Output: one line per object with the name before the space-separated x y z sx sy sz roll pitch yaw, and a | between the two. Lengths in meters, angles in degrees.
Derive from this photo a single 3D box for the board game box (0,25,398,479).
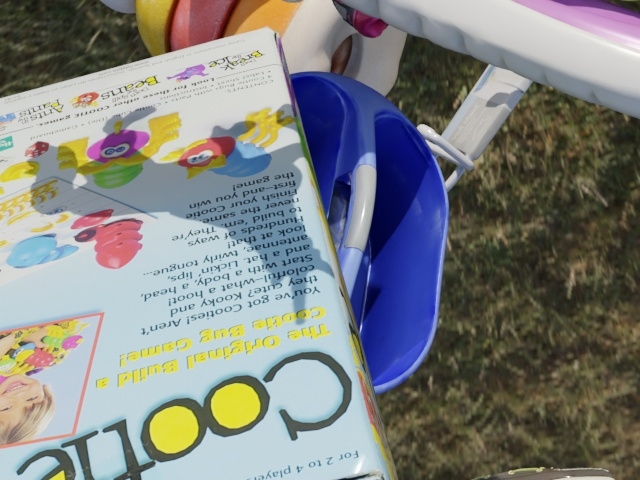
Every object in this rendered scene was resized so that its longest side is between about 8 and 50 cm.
board game box | -0.054 0.055 0.461 0.144 0.275 0.142 -15 124 1

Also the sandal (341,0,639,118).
sandal | 0.103 -0.138 0.594 0.416 0.169 0.102 26 110 21

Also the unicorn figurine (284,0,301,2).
unicorn figurine | -0.035 -0.112 0.374 0.162 0.111 0.060 -15 151 39

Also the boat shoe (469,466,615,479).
boat shoe | 0.292 0.343 1.693 0.227 0.069 0.081 -13 124 8

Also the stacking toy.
stacking toy | -0.143 -0.327 1.762 0.480 0.350 0.351 29 115 19

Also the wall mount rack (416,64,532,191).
wall mount rack | 0.186 -0.238 1.779 0.130 0.304 0.350 34 92 -25

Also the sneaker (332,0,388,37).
sneaker | 0.150 -0.275 1.205 0.299 0.112 0.121 -18 154 -5

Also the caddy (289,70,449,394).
caddy | 0.000 0.000 1.193 0.241 0.341 0.179 23 148 -22
